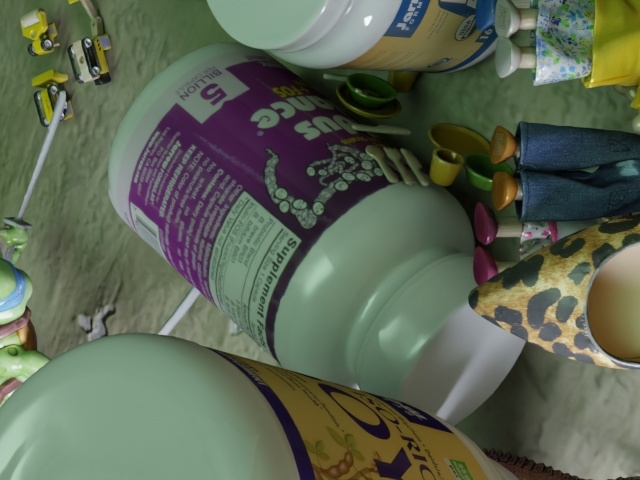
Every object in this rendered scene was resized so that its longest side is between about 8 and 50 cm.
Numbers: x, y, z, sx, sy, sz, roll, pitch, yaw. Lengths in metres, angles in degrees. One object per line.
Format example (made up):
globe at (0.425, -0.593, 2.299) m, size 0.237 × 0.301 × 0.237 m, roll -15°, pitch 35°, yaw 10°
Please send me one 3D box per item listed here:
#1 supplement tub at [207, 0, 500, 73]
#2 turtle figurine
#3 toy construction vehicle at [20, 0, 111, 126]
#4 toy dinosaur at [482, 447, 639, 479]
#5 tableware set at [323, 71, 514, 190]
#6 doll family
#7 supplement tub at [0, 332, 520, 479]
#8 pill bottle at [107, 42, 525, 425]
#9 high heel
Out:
supplement tub at (0.031, -0.185, 1.262) m, size 0.144 × 0.199 × 0.144 m, roll 3°, pitch 95°, yaw 41°
turtle figurine at (-0.220, 0.080, 1.562) m, size 0.198 × 0.275 × 0.266 m, roll 28°, pitch 140°, yaw 5°
toy construction vehicle at (-0.212, -0.155, 1.591) m, size 0.086 × 0.035 × 0.098 m, roll -20°, pitch 85°, yaw 43°
toy dinosaur at (0.087, 0.210, 1.294) m, size 0.296 × 0.127 × 0.200 m, roll -45°, pitch 57°, yaw 27°
tableware set at (0.071, -0.084, 1.306) m, size 0.154 × 0.104 × 0.024 m, roll -118°, pitch 40°, yaw -51°
doll family at (0.188, -0.072, 1.167) m, size 0.118 × 0.163 × 0.263 m, roll -161°, pitch 70°, yaw -78°
supplement tub at (-0.026, 0.197, 1.096) m, size 0.241 × 0.331 × 0.241 m, roll -11°, pitch 71°, yaw 34°
pill bottle at (0.000, 0.000, 1.320) m, size 0.301 × 0.169 × 0.169 m, roll 40°, pitch 117°, yaw 32°
high heel at (0.209, 0.043, 1.060) m, size 0.261 × 0.186 × 0.093 m, roll -1°, pitch 101°, yaw 9°
